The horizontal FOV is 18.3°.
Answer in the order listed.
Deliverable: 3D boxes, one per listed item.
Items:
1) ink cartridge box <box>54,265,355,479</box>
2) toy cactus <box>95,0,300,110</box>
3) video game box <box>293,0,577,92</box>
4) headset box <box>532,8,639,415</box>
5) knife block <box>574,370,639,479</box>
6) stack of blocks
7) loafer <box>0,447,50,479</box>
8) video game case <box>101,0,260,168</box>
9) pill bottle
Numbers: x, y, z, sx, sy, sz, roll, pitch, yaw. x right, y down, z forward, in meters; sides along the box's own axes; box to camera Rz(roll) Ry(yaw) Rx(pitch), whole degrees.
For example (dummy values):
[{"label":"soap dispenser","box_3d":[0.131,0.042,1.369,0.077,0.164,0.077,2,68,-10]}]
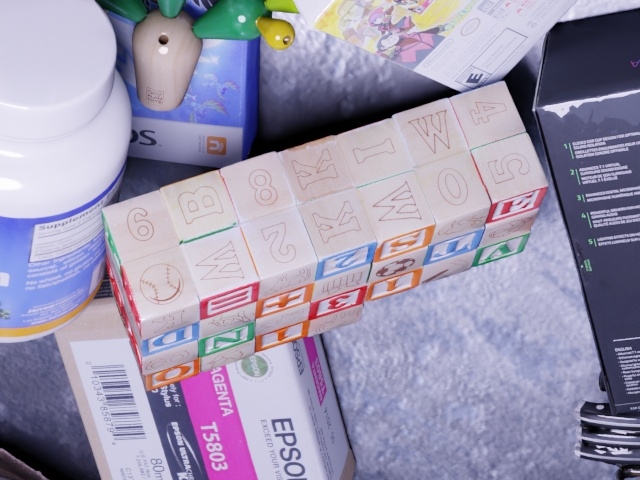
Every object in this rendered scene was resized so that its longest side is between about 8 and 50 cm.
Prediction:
[{"label":"ink cartridge box","box_3d":[-0.093,0.122,1.608,0.193,0.088,0.235,-5,120,16]},{"label":"toy cactus","box_3d":[-0.098,-0.161,1.360,0.219,0.112,0.180,6,133,-5]},{"label":"video game box","box_3d":[0.108,-0.198,1.315,0.205,0.048,0.187,-46,144,22]},{"label":"headset box","box_3d":[0.297,-0.039,1.400,0.246,0.131,0.283,-10,119,18]},{"label":"knife block","box_3d":[0.344,0.140,1.530,0.242,0.088,0.275,38,122,-14]},{"label":"stack of blocks","box_3d":[0.000,0.000,1.420,0.297,0.087,0.171,-18,162,-9]},{"label":"loafer","box_3d":[-0.287,0.216,1.667,0.366,0.130,0.134,30,111,7]},{"label":"video game case","box_3d":[-0.165,-0.191,1.440,0.244,0.061,0.269,7,123,6]},{"label":"pill bottle","box_3d":[-0.211,-0.056,1.375,0.152,0.152,0.272,18,146,0]}]
